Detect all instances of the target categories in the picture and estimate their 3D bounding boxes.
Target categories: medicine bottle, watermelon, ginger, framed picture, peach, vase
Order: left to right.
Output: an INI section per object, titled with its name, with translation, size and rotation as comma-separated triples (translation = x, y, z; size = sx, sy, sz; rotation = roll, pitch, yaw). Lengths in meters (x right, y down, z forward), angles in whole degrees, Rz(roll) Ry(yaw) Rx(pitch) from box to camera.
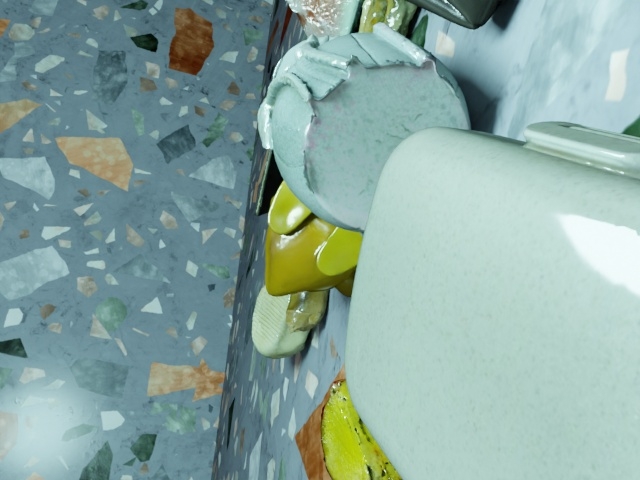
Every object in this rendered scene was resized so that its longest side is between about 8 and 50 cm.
[ginger]
translation = -0.027, 0.091, 1.290
size = 0.069, 0.095, 0.190
rotation = 79, -165, -68
[framed picture]
translation = -0.020, -0.187, 1.249
size = 0.324, 0.013, 0.244
rotation = -29, -43, -64
[watermelon]
translation = -0.008, -0.516, 1.421
size = 0.213, 0.201, 0.262
rotation = -89, 10, -65
[vase]
translation = 0.040, -0.166, 0.890
size = 0.445, 0.250, 0.250
rotation = -113, 35, -68
[peach]
translation = 0.064, 0.239, 0.782
size = 0.172, 0.092, 0.127
rotation = -150, 65, -64
[medicine bottle]
translation = 0.136, 0.075, 0.398
size = 0.375, 0.123, 0.282
rotation = -139, 58, -63

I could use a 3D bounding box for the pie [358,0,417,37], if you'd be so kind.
[pie]
translation = 0.115, -0.404, 1.125
size = 0.274, 0.055, 0.274
rotation = -169, 90, -77

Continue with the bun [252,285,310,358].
[bun]
translation = -0.068, 0.160, 1.390
size = 0.164, 0.111, 0.188
rotation = 24, 101, 59

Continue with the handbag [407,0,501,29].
[handbag]
translation = 0.120, -0.396, 0.687
size = 0.113, 0.257, 0.285
rotation = -45, -21, -51

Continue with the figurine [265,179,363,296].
[figurine]
translation = -0.006, 0.004, 1.025
size = 0.228, 0.215, 0.215
rotation = -31, -42, -66
